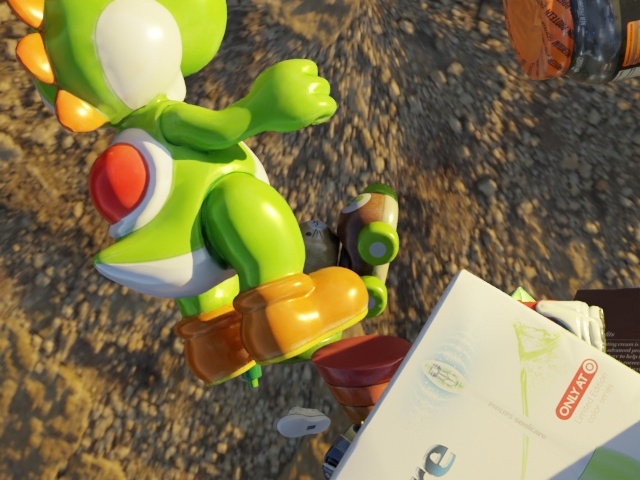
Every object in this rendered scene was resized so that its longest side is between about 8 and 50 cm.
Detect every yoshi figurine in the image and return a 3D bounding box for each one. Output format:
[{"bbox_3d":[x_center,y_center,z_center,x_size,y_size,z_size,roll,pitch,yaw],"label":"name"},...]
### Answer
[{"bbox_3d":[-0.093,-0.087,0.909,0.204,0.203,0.362,-28,95,3],"label":"yoshi figurine"}]

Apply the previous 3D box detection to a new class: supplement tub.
[{"bbox_3d":[0.417,-0.316,1.510,0.338,0.207,0.207,-12,102,-7],"label":"supplement tub"}]

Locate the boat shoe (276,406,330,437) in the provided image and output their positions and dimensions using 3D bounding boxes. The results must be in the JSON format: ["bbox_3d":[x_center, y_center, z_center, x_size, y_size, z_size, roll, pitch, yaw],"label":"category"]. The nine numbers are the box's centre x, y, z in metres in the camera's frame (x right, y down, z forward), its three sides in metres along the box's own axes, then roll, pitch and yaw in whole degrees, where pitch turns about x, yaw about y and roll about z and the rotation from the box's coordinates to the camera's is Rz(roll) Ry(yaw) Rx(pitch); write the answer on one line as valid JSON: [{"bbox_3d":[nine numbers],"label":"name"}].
[{"bbox_3d":[-0.029,0.248,1.653,0.035,0.100,0.035,41,115,35],"label":"boat shoe"}]

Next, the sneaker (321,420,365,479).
[{"bbox_3d":[0.067,0.248,1.225,0.086,0.226,0.163,-41,65,-13],"label":"sneaker"}]

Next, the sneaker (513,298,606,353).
[{"bbox_3d":[0.192,0.145,1.165,0.118,0.107,0.279,12,137,3],"label":"sneaker"}]

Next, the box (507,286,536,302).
[{"bbox_3d":[0.298,0.236,1.775,0.262,0.231,0.127,43,56,-1],"label":"box"}]

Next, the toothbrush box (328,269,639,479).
[{"bbox_3d":[0.137,0.179,0.619,0.283,0.122,0.206,32,83,8],"label":"toothbrush box"}]

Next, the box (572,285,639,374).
[{"bbox_3d":[0.367,0.181,1.360,0.169,0.203,0.167,-3,136,45],"label":"box"}]

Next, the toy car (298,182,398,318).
[{"bbox_3d":[0.000,0.000,1.539,0.189,0.155,0.148,9,116,-1],"label":"toy car"}]

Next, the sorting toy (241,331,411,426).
[{"bbox_3d":[-0.014,0.177,1.529,0.127,0.366,0.126,-16,104,-33],"label":"sorting toy"}]
